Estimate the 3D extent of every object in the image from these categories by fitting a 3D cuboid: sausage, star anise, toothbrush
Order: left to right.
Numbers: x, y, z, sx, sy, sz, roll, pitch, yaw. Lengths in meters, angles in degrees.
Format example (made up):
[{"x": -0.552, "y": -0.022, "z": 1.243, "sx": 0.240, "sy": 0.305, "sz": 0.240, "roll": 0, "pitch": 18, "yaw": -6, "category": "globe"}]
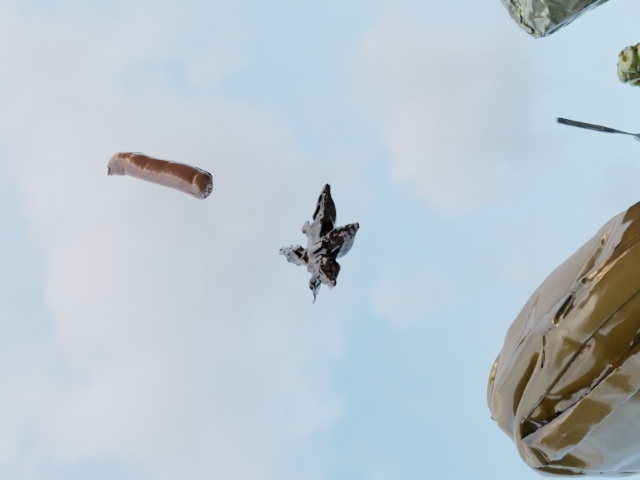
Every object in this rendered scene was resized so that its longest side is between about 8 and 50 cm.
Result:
[{"x": -0.209, "y": -0.087, "z": 1.415, "sx": 0.042, "sy": 0.158, "sz": 0.036, "roll": -71, "pitch": -23, "yaw": -13, "category": "sausage"}, {"x": 0.004, "y": 0.001, "z": 1.637, "sx": 0.053, "sy": 0.157, "sz": 0.212, "roll": 19, "pitch": -162, "yaw": -26, "category": "star anise"}, {"x": 0.620, "y": -0.243, "z": 2.402, "sx": 0.219, "sy": 0.019, "sz": 0.016, "roll": 10, "pitch": -105, "yaw": -8, "category": "toothbrush"}]

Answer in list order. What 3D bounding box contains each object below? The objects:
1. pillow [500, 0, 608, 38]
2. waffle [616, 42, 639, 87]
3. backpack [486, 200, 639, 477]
[{"x": 0.353, "y": -0.441, "z": 1.594, "sx": 0.138, "sy": 0.283, "sz": 0.310, "roll": 63, "pitch": -177, "yaw": -56, "category": "pillow"}, {"x": 0.417, "y": -0.221, "z": 1.196, "sx": 0.169, "sy": 0.183, "sz": 0.036, "roll": -7, "pitch": -111, "yaw": -41, "category": "waffle"}, {"x": 0.370, "y": 0.108, "z": 1.226, "sx": 0.353, "sy": 0.378, "sz": 0.201, "roll": 11, "pitch": -146, "yaw": -37, "category": "backpack"}]
